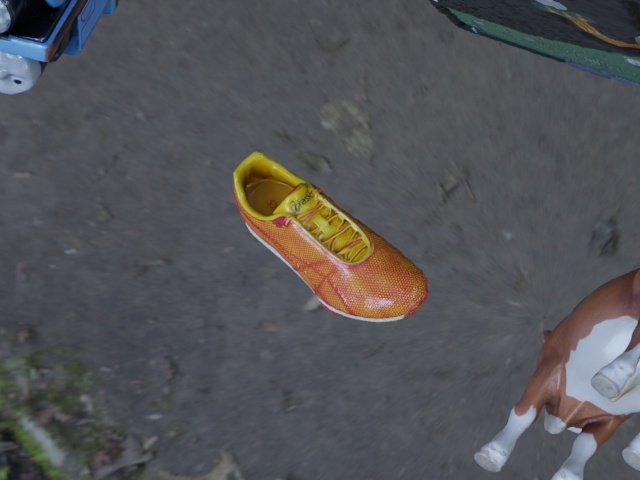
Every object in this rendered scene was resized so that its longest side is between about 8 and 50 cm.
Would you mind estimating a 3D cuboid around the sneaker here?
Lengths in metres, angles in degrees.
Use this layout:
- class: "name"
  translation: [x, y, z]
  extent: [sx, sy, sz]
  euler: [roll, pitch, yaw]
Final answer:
- class: "sneaker"
  translation: [0.000, 0.000, 1.026]
  extent: [0.175, 0.067, 0.064]
  euler: [32, 70, 29]

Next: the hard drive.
- class: "hard drive"
  translation: [0.155, -0.155, 0.872]
  extent: [0.237, 0.339, 0.064]
  euler: [22, 92, 20]

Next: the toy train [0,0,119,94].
- class: "toy train"
  translation: [-0.153, -0.160, 0.833]
  extent: [0.080, 0.105, 0.184]
  euler: [11, 46, 6]

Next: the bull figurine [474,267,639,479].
- class: "bull figurine"
  translation: [0.222, 0.099, 1.115]
  extent: [0.101, 0.310, 0.188]
  euler: [36, 58, 3]
